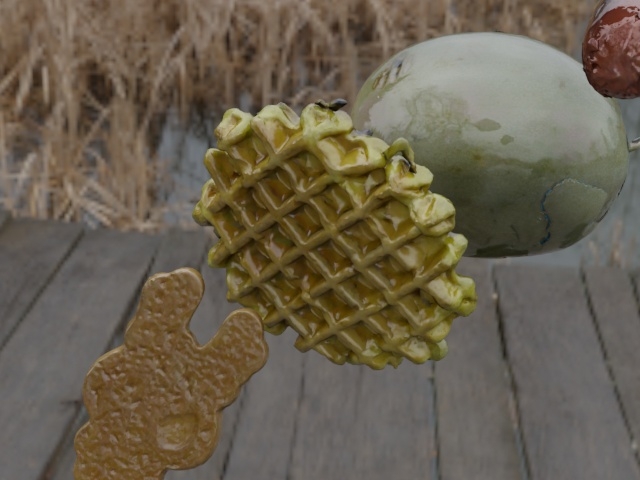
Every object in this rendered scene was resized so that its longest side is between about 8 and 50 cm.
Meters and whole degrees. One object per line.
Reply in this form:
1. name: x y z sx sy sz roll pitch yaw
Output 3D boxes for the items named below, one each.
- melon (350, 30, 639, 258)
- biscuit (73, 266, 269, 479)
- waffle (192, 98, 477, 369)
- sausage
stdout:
1. melon: 0.198 -0.110 1.415 0.330 0.268 0.268 5 20 13
2. biscuit: -0.152 0.148 1.184 0.144 0.236 0.040 34 6 6
3. waffle: 0.010 0.004 1.222 0.329 0.329 0.062 13 35 28
4. sausage: 0.226 -0.148 0.883 0.076 0.076 0.141 8 32 18
